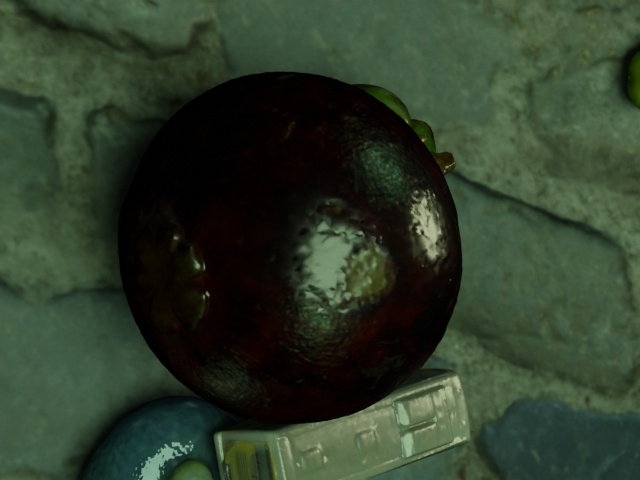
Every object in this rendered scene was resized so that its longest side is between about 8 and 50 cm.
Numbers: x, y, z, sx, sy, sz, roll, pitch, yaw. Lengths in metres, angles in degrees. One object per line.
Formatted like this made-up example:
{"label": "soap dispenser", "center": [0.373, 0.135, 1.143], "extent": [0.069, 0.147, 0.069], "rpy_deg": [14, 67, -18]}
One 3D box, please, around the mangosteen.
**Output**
{"label": "mangosteen", "center": [0.000, 0.000, 1.585], "extent": [0.359, 0.306, 0.306], "rpy_deg": [-13, 107, -40]}

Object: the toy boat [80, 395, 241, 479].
{"label": "toy boat", "center": [-0.125, 0.307, 1.692], "extent": [0.215, 0.123, 0.330], "rpy_deg": [0, 103, -19]}

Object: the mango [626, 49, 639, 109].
{"label": "mango", "center": [0.348, -0.166, 1.804], "extent": [0.108, 0.056, 0.073], "rpy_deg": [-19, 112, -29]}

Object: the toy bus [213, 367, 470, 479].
{"label": "toy bus", "center": [0.026, 0.178, 1.683], "extent": [0.268, 0.106, 0.092], "rpy_deg": [-13, 94, -43]}
